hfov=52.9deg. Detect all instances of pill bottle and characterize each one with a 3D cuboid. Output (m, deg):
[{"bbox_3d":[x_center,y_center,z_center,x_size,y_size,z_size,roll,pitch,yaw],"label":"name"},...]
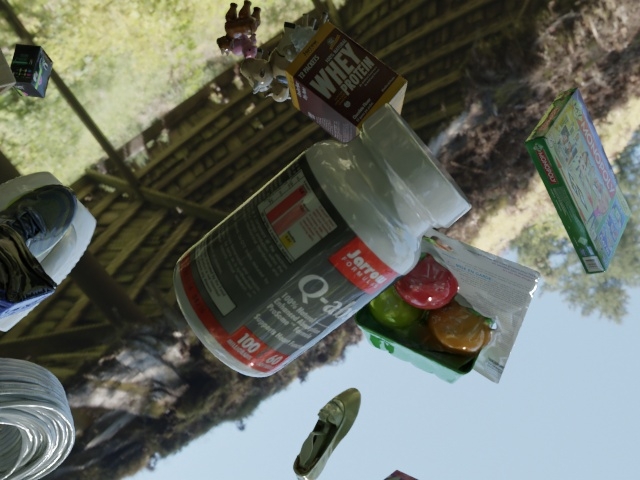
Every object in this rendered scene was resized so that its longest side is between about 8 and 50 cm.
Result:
[{"bbox_3d":[0.000,0.000,0.851,0.363,0.210,0.210,-39,-158,15],"label":"pill bottle"}]

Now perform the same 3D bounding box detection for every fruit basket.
[{"bbox_3d":[0.200,0.092,1.148,0.326,0.353,0.165,23,-130,21],"label":"fruit basket"}]

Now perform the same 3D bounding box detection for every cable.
[{"bbox_3d":[-0.501,0.282,0.947,0.257,0.257,0.089,-30,-133,-4],"label":"cable"}]

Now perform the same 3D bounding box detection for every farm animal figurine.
[{"bbox_3d":[-0.101,-0.426,1.570,0.326,0.172,0.330,11,176,13],"label":"farm animal figurine"}]

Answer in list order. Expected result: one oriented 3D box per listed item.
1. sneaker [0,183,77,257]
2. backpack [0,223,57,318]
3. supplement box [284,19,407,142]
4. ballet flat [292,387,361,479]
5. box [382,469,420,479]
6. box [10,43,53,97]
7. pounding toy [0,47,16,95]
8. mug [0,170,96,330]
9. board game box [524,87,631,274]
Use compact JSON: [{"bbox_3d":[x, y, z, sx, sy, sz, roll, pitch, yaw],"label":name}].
[{"bbox_3d":[-0.528,0.011,1.072,0.300,0.111,0.121,-46,-158,-24],"label":"sneaker"},{"bbox_3d":[-0.436,0.044,0.849,0.101,0.120,0.098,-31,180,12],"label":"backpack"},{"bbox_3d":[0.050,-0.291,1.275,0.129,0.194,0.191,-50,173,-4],"label":"supplement box"},{"bbox_3d":[0.012,0.442,1.488,0.086,0.086,0.249,5,-120,55],"label":"ballet flat"},{"bbox_3d":[0.120,0.509,1.034,0.242,0.117,0.213,-24,-167,-31],"label":"box"},{"bbox_3d":[-0.570,-0.332,1.263,0.052,0.062,0.083,5,-105,3],"label":"box"},{"bbox_3d":[-0.556,-0.248,0.953,0.141,0.100,0.130,-7,-163,47],"label":"pounding toy"},{"bbox_3d":[-0.688,0.017,1.491,0.328,0.276,0.374,-45,-142,-15],"label":"mug"},{"bbox_3d":[0.531,-0.122,1.307,0.046,0.317,0.213,-11,-151,47],"label":"board game box"}]
